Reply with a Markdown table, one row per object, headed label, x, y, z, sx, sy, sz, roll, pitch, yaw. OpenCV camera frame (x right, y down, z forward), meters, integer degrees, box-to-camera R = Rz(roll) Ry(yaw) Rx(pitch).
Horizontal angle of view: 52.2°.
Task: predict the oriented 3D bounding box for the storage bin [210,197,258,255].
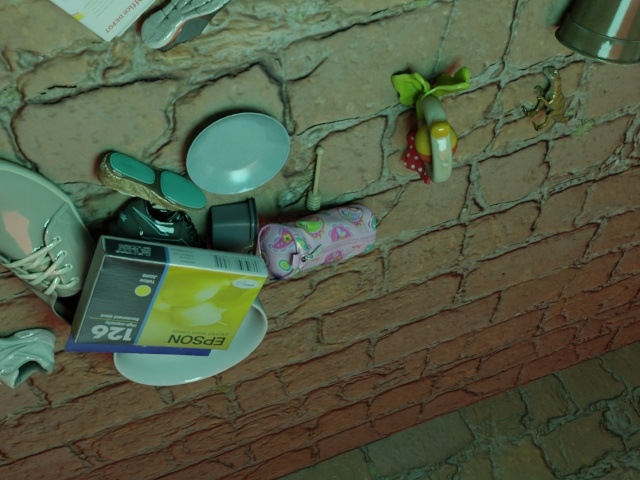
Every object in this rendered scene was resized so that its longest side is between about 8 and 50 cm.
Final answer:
| label | x | y | z | sx | sy | sz | roll | pitch | yaw |
| --- | --- | --- | --- | --- | --- | --- | --- | --- | --- |
| storage bin | -0.179 | -0.013 | 1.336 | 0.091 | 0.098 | 0.135 | -3 | 140 | -12 |

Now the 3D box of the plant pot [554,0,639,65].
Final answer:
| label | x | y | z | sx | sy | sz | roll | pitch | yaw |
| --- | --- | --- | --- | --- | --- | --- | --- | --- | --- |
| plant pot | 0.537 | -0.431 | 1.184 | 0.167 | 0.167 | 0.165 | -8 | 132 | -22 |

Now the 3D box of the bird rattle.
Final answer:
| label | x | y | z | sx | sy | sz | roll | pitch | yaw |
| --- | --- | --- | --- | --- | --- | --- | --- | --- | --- |
| bird rattle | 0.205 | -0.197 | 1.248 | 0.143 | 0.207 | 0.253 | -1 | 132 | -2 |

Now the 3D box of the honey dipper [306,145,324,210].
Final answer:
| label | x | y | z | sx | sy | sz | roll | pitch | yaw |
| --- | --- | --- | --- | --- | --- | --- | --- | --- | --- |
| honey dipper | -0.007 | -0.127 | 1.340 | 0.031 | 0.030 | 0.160 | -11 | 140 | -19 |

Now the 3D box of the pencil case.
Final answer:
| label | x | y | z | sx | sy | sz | roll | pitch | yaw |
| --- | --- | --- | --- | --- | --- | --- | --- | --- | --- |
| pencil case | 0.000 | 0.000 | 1.362 | 0.284 | 0.124 | 0.124 | -16 | 149 | -49 |

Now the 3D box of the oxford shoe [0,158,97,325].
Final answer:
| label | x | y | z | sx | sy | sz | roll | pitch | yaw |
| --- | --- | --- | --- | --- | --- | --- | --- | --- | --- |
| oxford shoe | -0.489 | 0.021 | 1.159 | 0.169 | 0.130 | 0.449 | -23 | 143 | -1 |

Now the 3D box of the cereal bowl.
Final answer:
| label | x | y | z | sx | sy | sz | roll | pitch | yaw |
| --- | --- | --- | --- | --- | --- | --- | --- | --- | --- |
| cereal bowl | -0.298 | 0.177 | 1.454 | 0.339 | 0.141 | 0.339 | -16 | 143 | -12 |

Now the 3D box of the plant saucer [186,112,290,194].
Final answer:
| label | x | y | z | sx | sy | sz | roll | pitch | yaw |
| --- | --- | --- | --- | --- | --- | --- | --- | --- | --- |
| plant saucer | -0.153 | -0.166 | 1.197 | 0.195 | 0.037 | 0.195 | -17 | 144 | -13 |

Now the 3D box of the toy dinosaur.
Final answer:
| label | x | y | z | sx | sy | sz | roll | pitch | yaw |
| --- | --- | --- | --- | --- | --- | --- | --- | --- | --- |
| toy dinosaur | 0.506 | -0.284 | 1.418 | 0.112 | 0.064 | 0.211 | -32 | 144 | 8 |

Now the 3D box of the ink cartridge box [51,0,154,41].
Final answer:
| label | x | y | z | sx | sy | sz | roll | pitch | yaw |
| --- | --- | --- | --- | --- | --- | --- | --- | --- | --- |
| ink cartridge box | -0.295 | -0.341 | 0.848 | 0.092 | 0.090 | 0.143 | -37 | 144 | 16 |

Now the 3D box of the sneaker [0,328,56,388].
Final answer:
| label | x | y | z | sx | sy | sz | roll | pitch | yaw |
| --- | --- | --- | --- | --- | --- | --- | --- | --- | --- |
| sneaker | -0.669 | 0.257 | 1.355 | 0.232 | 0.115 | 0.090 | -10 | 142 | -20 |

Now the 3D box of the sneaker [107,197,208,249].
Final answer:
| label | x | y | z | sx | sy | sz | roll | pitch | yaw |
| --- | --- | --- | --- | --- | --- | --- | --- | --- | --- |
| sneaker | -0.271 | 0.008 | 1.265 | 0.267 | 0.101 | 0.106 | 30 | 105 | -31 |

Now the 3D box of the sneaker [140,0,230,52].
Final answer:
| label | x | y | z | sx | sy | sz | roll | pitch | yaw |
| --- | --- | --- | --- | --- | --- | --- | --- | --- | --- |
| sneaker | -0.191 | -0.334 | 0.965 | 0.158 | 0.061 | 0.065 | -30 | 171 | 7 |

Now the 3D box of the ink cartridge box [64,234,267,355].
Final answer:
| label | x | y | z | sx | sy | sz | roll | pitch | yaw |
| --- | --- | --- | --- | --- | --- | --- | --- | --- | --- |
| ink cartridge box | -0.297 | 0.138 | 1.237 | 0.304 | 0.072 | 0.307 | 8 | 126 | -30 |

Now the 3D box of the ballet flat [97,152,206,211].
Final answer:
| label | x | y | z | sx | sy | sz | roll | pitch | yaw |
| --- | --- | --- | --- | --- | --- | --- | --- | --- | --- |
| ballet flat | -0.304 | -0.096 | 1.172 | 0.206 | 0.073 | 0.067 | 27 | 136 | -35 |
